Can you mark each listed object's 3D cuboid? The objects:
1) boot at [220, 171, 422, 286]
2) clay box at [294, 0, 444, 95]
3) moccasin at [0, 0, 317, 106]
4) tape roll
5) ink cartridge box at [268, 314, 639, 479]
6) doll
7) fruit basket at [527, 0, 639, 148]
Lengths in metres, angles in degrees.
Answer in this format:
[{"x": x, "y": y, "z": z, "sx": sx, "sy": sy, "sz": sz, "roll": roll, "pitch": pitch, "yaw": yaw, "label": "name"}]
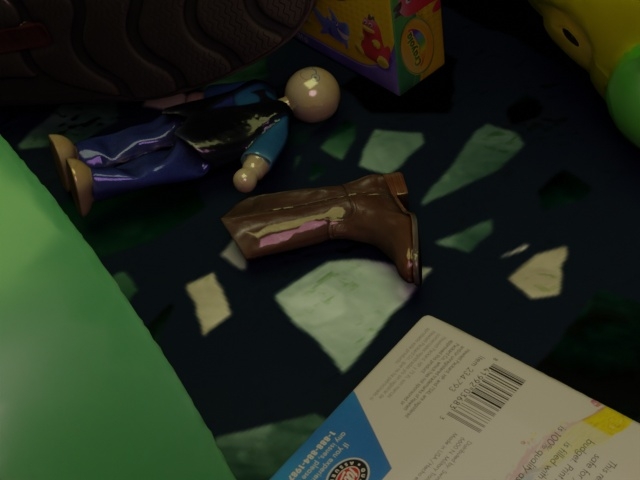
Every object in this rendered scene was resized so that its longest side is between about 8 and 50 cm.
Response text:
[{"x": 0.000, "y": 0.000, "z": 0.833, "sx": 0.114, "sy": 0.037, "sz": 0.106, "roll": -8, "pitch": 32, "yaw": -3, "label": "boot"}, {"x": 0.014, "y": -0.214, "z": 0.909, "sx": 0.053, "sy": 0.222, "sz": 0.127, "roll": -38, "pitch": 51, "yaw": -24, "label": "clay box"}, {"x": -0.180, "y": -0.162, "z": 0.954, "sx": 0.380, "sy": 0.139, "sz": 0.147, "roll": -12, "pitch": 38, "yaw": 22, "label": "moccasin"}, {"x": -0.140, "y": 0.070, "z": 0.592, "sx": 0.077, "sy": 0.321, "sz": 0.321, "roll": -35, "pitch": 50, "yaw": -23, "label": "tape roll"}, {"x": 0.104, "y": 0.145, "z": 0.647, "sx": 0.231, "sy": 0.078, "sz": 0.134, "roll": 28, "pitch": 57, "yaw": 31, "label": "ink cartridge box"}, {"x": -0.073, "y": -0.067, "z": 0.904, "sx": 0.189, "sy": 0.046, "sz": 0.129, "roll": -20, "pitch": 36, "yaw": -16, "label": "doll"}, {"x": 0.179, "y": -0.246, "z": 0.869, "sx": 0.283, "sy": 0.392, "sz": 0.392, "roll": 17, "pitch": 51, "yaw": 12, "label": "fruit basket"}]
